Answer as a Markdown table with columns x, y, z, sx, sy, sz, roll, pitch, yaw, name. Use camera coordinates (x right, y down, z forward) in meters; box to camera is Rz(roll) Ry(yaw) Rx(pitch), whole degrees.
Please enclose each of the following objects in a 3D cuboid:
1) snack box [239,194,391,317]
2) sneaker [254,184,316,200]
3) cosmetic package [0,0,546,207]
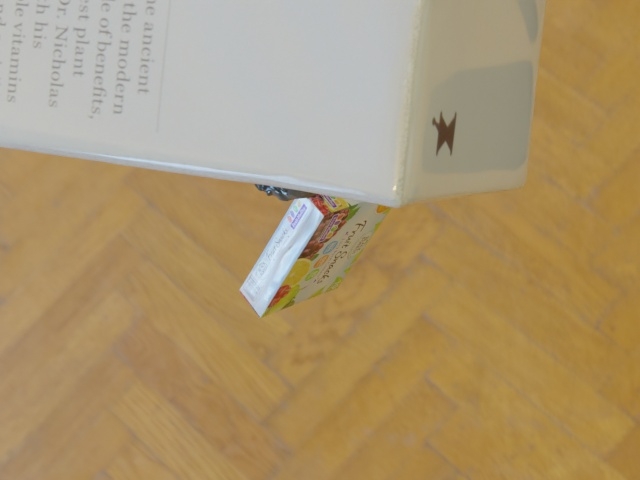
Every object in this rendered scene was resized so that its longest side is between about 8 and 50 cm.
| x | y | z | sx | sy | sz | roll | pitch | yaw | name |
| --- | --- | --- | --- | --- | --- | --- | --- | --- | --- |
| 0.000 | 0.000 | 1.400 | 0.100 | 0.141 | 0.037 | -21 | 64 | -42 | snack box |
| -0.003 | -0.127 | 1.093 | 0.108 | 0.100 | 0.271 | 8 | 39 | -8 | sneaker |
| -0.122 | -0.161 | 0.799 | 0.453 | 0.161 | 0.230 | 10 | 97 | 25 | cosmetic package |
